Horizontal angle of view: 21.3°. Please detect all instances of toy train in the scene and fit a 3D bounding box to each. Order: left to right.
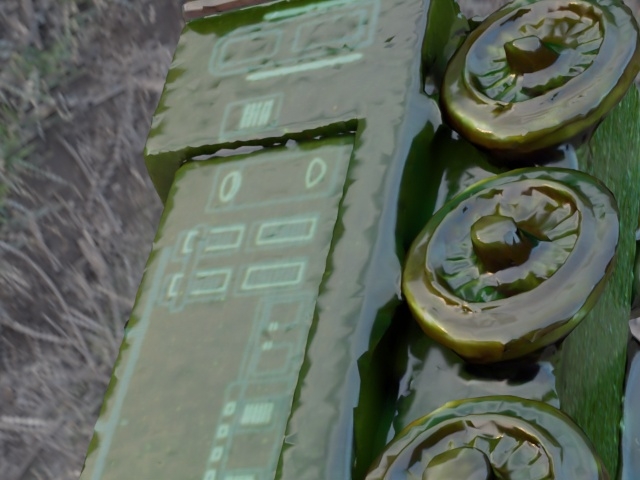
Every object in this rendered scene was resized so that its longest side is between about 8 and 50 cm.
[{"bbox_3d":[0.014,0.029,0.396,0.137,0.090,0.225,-8,47,25],"label":"toy train"}]

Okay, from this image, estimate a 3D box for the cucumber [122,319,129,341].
[{"bbox_3d":[0.000,0.000,1.085,0.303,0.081,0.072,-36,54,24],"label":"cucumber"}]
